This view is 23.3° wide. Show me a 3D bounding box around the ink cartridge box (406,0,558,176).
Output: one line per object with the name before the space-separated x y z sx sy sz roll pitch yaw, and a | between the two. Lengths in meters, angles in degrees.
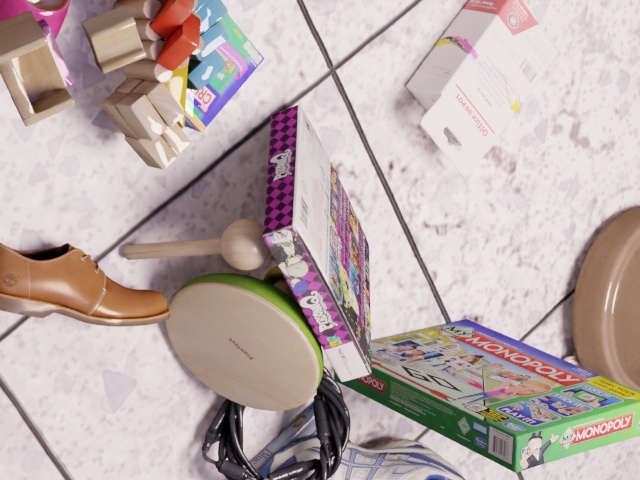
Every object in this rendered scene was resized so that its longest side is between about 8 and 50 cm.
ink cartridge box | 0.180 -0.186 1.826 0.198 0.067 0.115 -53 128 -13

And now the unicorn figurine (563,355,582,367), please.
unicorn figurine | 0.306 0.218 2.066 0.162 0.060 0.111 -60 136 -32

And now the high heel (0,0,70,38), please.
high heel | -0.237 -0.273 1.442 0.082 0.117 0.244 13 96 -40

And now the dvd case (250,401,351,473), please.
dvd case | -0.049 0.332 1.848 0.253 0.022 0.180 -42 125 -20

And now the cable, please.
cable | -0.038 0.207 1.755 0.150 0.047 0.184 31 67 3

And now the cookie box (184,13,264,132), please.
cookie box | -0.125 -0.182 1.608 0.107 0.040 0.092 -51 127 -13

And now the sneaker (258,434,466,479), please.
sneaker | 0.058 0.297 1.821 0.296 0.131 0.112 -4 109 -36

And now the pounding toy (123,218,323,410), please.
pounding toy | -0.074 0.062 1.669 0.110 0.183 0.237 -57 131 -42

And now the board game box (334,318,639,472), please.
board game box | 0.194 0.171 1.791 0.213 0.317 0.046 -10 110 -35

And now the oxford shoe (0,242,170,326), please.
oxford shoe | -0.240 0.044 1.574 0.212 0.076 0.076 12 92 -38

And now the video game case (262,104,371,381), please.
video game case | 0.000 0.000 1.664 0.041 0.232 0.210 -19 124 14

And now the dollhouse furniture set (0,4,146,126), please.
dollhouse furniture set | -0.191 -0.310 1.359 0.303 0.198 0.286 -25 120 -9

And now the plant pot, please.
plant pot | 0.498 0.100 2.042 0.263 0.229 0.263 -11 107 -40

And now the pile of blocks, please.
pile of blocks | -0.130 -0.248 1.500 0.148 0.112 0.362 -5 100 -28
